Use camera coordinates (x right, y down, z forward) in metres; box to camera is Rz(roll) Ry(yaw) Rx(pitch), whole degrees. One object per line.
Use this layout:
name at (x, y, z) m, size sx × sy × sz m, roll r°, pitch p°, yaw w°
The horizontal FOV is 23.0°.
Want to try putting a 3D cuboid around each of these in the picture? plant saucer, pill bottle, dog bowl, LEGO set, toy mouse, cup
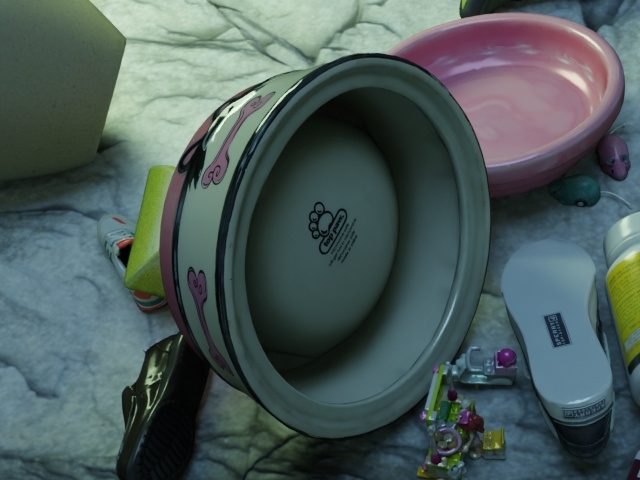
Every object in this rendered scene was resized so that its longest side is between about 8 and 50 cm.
plant saucer at (0.207, -0.159, 1.931) m, size 0.332 × 0.084 × 0.332 m, roll -9°, pitch 38°, yaw 7°
pill bottle at (0.377, 0.075, 1.719) m, size 0.119 × 0.119 × 0.208 m, roll -9°, pitch 51°, yaw 3°
dog bowl at (0.000, 0.000, 1.688) m, size 0.150 × 0.408 × 0.408 m, roll 12°, pitch 52°, yaw 45°
LEGO set at (0.164, 0.228, 1.642) m, size 0.132 × 0.107 × 0.287 m, roll -10°, pitch 50°, yaw 2°
toy mouse at (0.330, -0.090, 1.917) m, size 0.161 × 0.031 × 0.143 m, roll -30°, pitch 53°, yaw -14°
cup at (-0.380, -0.208, 1.988) m, size 0.237 × 0.331 × 0.331 m, roll 16°, pitch 52°, yaw -9°
plant saucer at (-0.123, -0.007, 1.874) m, size 0.188 × 0.045 × 0.188 m, roll 16°, pitch 52°, yaw -10°

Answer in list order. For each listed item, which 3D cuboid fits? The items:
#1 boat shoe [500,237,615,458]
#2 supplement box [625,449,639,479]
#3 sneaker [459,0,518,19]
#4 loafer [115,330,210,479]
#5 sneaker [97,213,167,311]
boat shoe at (0.268, 0.115, 1.724) m, size 0.108 × 0.102 × 0.301 m, roll -13°, pitch 35°, yaw 4°
supplement box at (0.336, 0.337, 1.546) m, size 0.130 × 0.073 × 0.239 m, roll 16°, pitch 55°, yaw 22°
sneaker at (0.317, -0.371, 2.101) m, size 0.300 × 0.111 × 0.121 m, roll -34°, pitch 73°, yaw -5°
loafer at (-0.185, 0.196, 1.760) m, size 0.078 × 0.080 × 0.220 m, roll -14°, pitch 36°, yaw 28°
sneaker at (-0.230, 0.010, 1.908) m, size 0.057 × 0.075 × 0.161 m, roll -25°, pitch 52°, yaw -10°
